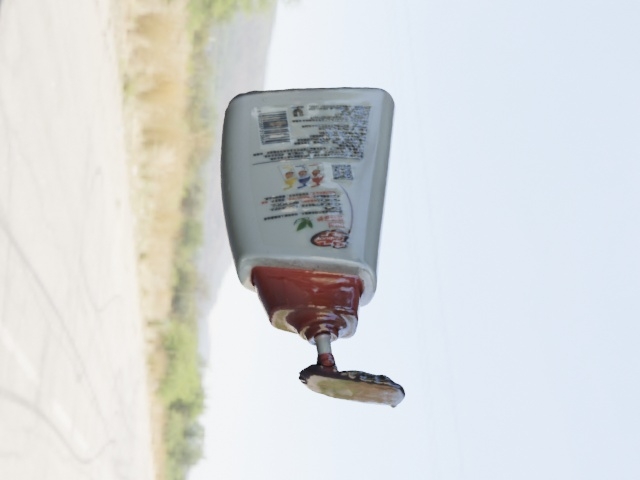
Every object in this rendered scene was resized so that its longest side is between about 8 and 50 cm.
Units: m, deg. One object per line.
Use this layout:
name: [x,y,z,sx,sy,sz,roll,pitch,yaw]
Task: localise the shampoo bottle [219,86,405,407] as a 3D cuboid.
shampoo bottle: [0.000,0.000,0.769,0.071,0.153,0.284,97,-10,-54]
